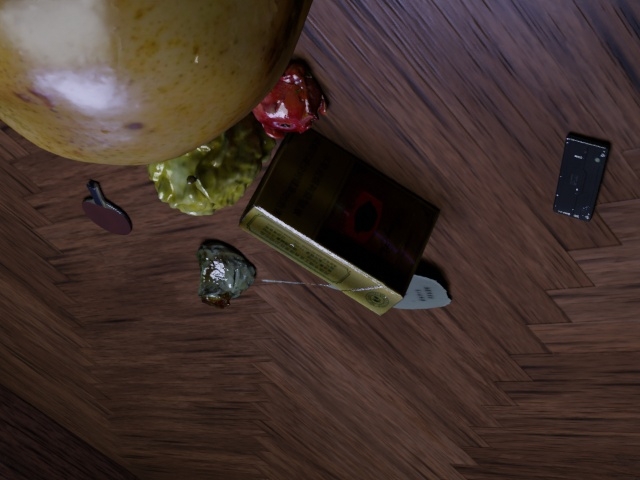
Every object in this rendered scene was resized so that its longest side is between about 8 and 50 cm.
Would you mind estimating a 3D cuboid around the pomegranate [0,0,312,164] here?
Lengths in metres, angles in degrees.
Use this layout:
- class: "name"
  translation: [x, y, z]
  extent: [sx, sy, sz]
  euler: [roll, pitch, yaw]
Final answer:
- class: "pomegranate"
  translation: [-0.189, -0.271, 0.917]
  extent: [0.417, 0.416, 0.416]
  euler: [19, 151, 11]

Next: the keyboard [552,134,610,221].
- class: "keyboard"
  translation: [0.315, -0.074, 1.235]
  extent: [0.053, 0.010, 0.155]
  euler: [18, 151, 15]

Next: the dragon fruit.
- class: "dragon fruit"
  translation: [-0.052, -0.175, 1.295]
  extent: [0.112, 0.068, 0.126]
  euler: [16, 151, 15]

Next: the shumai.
- class: "shumai"
  translation: [-0.179, 0.068, 1.773]
  extent: [0.099, 0.087, 0.123]
  euler: [-4, 139, 44]

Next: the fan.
- class: "fan"
  translation: [0.051, 0.077, 1.618]
  extent: [0.310, 0.010, 0.182]
  euler: [3, 158, 18]

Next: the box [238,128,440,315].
- class: "box"
  translation: [0.028, -0.030, 1.377]
  extent: [0.240, 0.159, 0.071]
  euler: [33, 148, -10]

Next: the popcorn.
- class: "popcorn"
  translation: [-0.171, -0.133, 1.363]
  extent: [0.195, 0.168, 0.173]
  euler: [43, -175, -10]

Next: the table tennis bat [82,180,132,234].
- class: "table tennis bat"
  translation: [-0.386, -0.056, 1.806]
  extent: [0.095, 0.014, 0.158]
  euler: [19, 153, 15]
